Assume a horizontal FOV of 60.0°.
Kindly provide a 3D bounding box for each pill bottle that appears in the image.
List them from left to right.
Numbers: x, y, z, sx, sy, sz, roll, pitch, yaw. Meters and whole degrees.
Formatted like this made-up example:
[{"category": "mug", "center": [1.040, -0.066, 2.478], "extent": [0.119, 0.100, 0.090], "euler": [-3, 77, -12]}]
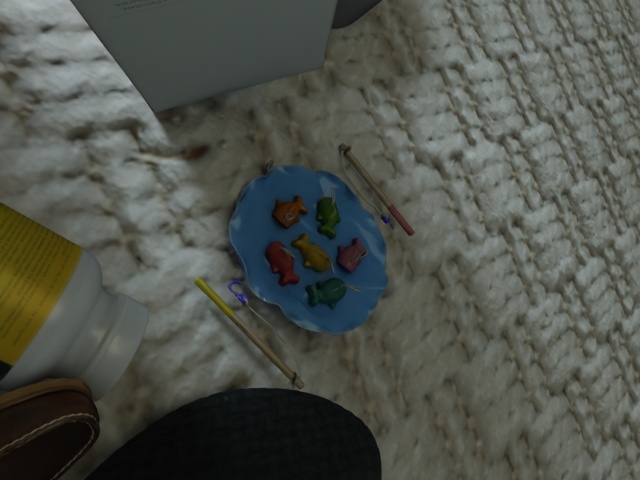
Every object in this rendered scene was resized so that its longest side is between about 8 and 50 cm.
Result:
[{"category": "pill bottle", "center": [-0.209, 0.032, 0.352], "extent": [0.184, 0.103, 0.103], "euler": [35, 58, -25]}]

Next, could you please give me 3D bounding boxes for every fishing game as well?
[{"category": "fishing game", "center": [0.000, 0.000, 0.557], "extent": [0.189, 0.041, 0.264], "euler": [51, 50, -5]}]

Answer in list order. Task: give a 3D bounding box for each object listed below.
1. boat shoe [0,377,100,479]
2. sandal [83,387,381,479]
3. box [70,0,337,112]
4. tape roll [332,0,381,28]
[{"category": "boat shoe", "center": [-0.212, 0.158, 0.298], "extent": [0.207, 0.073, 0.073], "euler": [-33, 137, -18]}, {"category": "sandal", "center": [-0.119, 0.233, 0.348], "extent": [0.168, 0.107, 0.446], "euler": [34, 33, 23]}, {"category": "box", "center": [-0.091, -0.249, 0.349], "extent": [0.169, 0.345, 0.214], "euler": [-17, 88, -5]}, {"category": "tape roll", "center": [-0.001, -0.368, 0.650], "extent": [0.219, 0.072, 0.219], "euler": [11, 72, -36]}]
